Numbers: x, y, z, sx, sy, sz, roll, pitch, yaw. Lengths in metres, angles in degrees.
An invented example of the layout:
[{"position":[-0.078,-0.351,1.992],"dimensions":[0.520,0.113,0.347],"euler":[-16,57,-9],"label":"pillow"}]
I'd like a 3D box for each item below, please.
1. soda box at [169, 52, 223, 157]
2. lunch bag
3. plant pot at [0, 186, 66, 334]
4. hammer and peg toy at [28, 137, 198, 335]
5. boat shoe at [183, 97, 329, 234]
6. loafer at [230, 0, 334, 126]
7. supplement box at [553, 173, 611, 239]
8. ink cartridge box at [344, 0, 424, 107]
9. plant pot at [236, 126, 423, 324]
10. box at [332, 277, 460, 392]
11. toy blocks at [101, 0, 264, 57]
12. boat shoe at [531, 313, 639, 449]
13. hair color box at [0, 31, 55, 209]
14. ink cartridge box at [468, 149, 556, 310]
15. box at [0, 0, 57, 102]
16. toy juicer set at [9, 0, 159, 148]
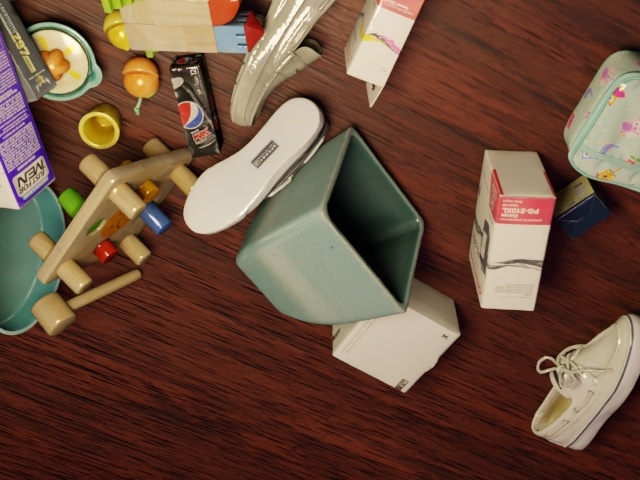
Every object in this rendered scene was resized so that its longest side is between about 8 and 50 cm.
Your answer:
[{"position":[-0.210,-0.229,1.500],"dimensions":[0.053,0.060,0.169],"euler":[-7,122,6],"label":"soda box"},{"position":[0.570,-0.180,1.486],"dimensions":[0.279,0.108,0.224],"euler":[17,128,-9],"label":"lunch bag"},{"position":[-0.633,0.014,1.556],"dimensions":[0.255,0.272,0.272],"euler":[7,123,13],"label":"plant pot"},{"position":[-0.378,-0.013,1.539],"dimensions":[0.127,0.266,0.361],"euler":[44,117,7],"label":"hammer and peg toy"},{"position":[-0.105,-0.119,1.517],"dimensions":[0.301,0.102,0.108],"euler":[-46,70,4],"label":"boat shoe"},{"position":[-0.051,-0.314,1.415],"dimensions":[0.111,0.112,0.319],"euler":[27,119,-6],"label":"loafer"},{"position":[0.465,-0.063,1.583],"dimensions":[0.083,0.083,0.056],"euler":[-36,115,21],"label":"supplement box"},{"position":[0.091,-0.326,1.401],"dimensions":[0.067,0.115,0.198],"euler":[19,120,-12],"label":"ink cartridge box"},{"position":[0.000,0.000,1.549],"dimensions":[0.252,0.247,0.248],"euler":[-22,121,32],"label":"plant pot"},{"position":[0.144,0.170,1.715],"dimensions":[0.182,0.119,0.181],"euler":[29,118,-17],"label":"box"},{"position":[-0.173,-0.421,1.278],"dimensions":[0.260,0.191,0.381],"euler":[4,136,10],"label":"toy blocks"},{"position":[0.520,0.279,1.785],"dimensions":[0.156,0.136,0.367],"euler":[14,131,-5],"label":"boat shoe"},{"position":[-0.562,-0.220,1.357],"dimensions":[0.185,0.110,0.339],"euler":[7,126,23],"label":"hair color box"},{"position":[0.335,-0.018,1.561],"dimensions":[0.100,0.172,0.237],"euler":[2,123,0],"label":"ink cartridge box"},{"position":[-0.561,-0.295,1.412],"dimensions":[0.232,0.059,0.183],"euler":[-7,120,33],"label":"box"},{"position":[-0.408,-0.317,1.430],"dimensions":[0.209,0.089,0.329],"euler":[-35,115,21],"label":"toy juicer set"}]
